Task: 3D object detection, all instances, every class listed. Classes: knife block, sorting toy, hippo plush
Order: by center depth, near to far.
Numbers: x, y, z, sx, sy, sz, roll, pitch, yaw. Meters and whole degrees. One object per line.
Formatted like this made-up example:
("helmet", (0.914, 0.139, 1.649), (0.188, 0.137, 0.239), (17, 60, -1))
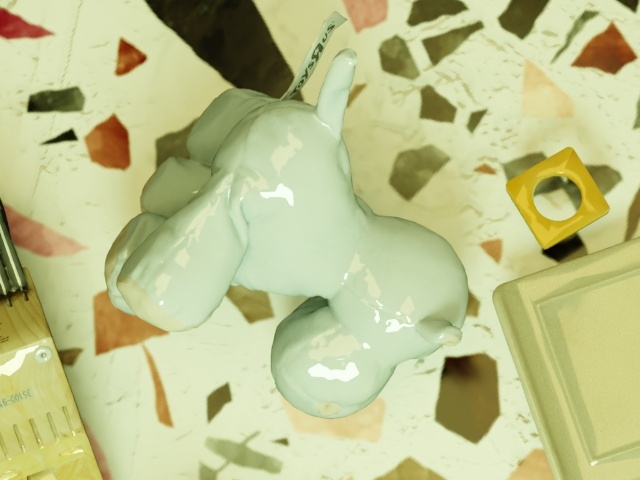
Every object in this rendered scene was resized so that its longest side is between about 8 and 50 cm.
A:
("sorting toy", (0.251, 0.091, 1.563), (0.196, 0.047, 0.347), (-18, 78, 0))
("hippo plush", (0.000, 0.000, 1.564), (0.236, 0.234, 0.294), (39, 103, -17))
("knife block", (-0.258, 0.091, 1.618), (0.088, 0.242, 0.275), (-20, 119, -7))
